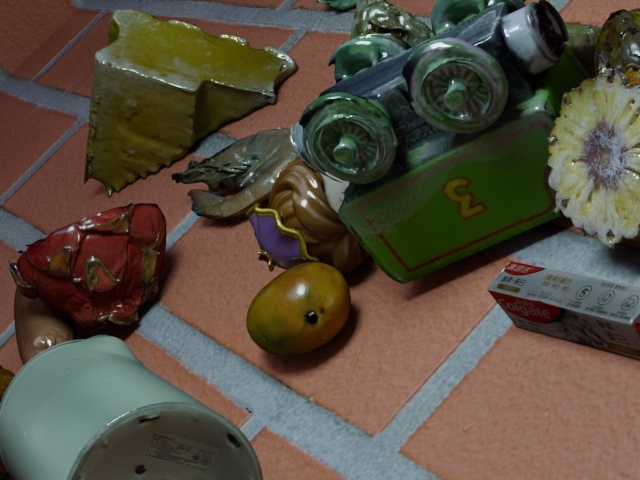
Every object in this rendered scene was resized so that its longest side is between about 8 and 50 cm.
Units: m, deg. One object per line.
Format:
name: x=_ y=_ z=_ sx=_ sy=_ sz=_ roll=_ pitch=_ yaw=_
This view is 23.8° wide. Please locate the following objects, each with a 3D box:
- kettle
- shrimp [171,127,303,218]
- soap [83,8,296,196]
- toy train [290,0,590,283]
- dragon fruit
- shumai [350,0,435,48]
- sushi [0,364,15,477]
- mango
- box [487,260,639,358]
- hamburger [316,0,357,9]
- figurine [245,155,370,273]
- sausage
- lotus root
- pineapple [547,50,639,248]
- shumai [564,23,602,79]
kettle: x=-0.206 y=0.256 z=1.572 sx=0.205 sy=0.265 sz=0.318 roll=-16 pitch=16 yaw=-22
shrimp: x=-0.119 y=-0.079 z=2.127 sx=0.254 sy=0.059 sz=0.145 roll=-18 pitch=42 yaw=33
soap: x=-0.218 y=-0.187 z=2.470 sx=0.339 sy=0.304 sz=0.169 roll=105 pitch=-179 yaw=-50
toy train: x=0.136 y=-0.111 z=1.560 sx=0.307 sy=0.249 sz=0.173 roll=-26 pitch=26 yaw=30
dragon fruit: x=-0.296 y=0.055 z=2.073 sx=0.224 sy=0.148 sz=0.218 roll=-24 pitch=-8 yaw=6
shumai: x=0.074 y=-0.219 z=1.923 sx=0.142 sy=0.184 sz=0.184 roll=-49 pitch=25 yaw=-2
sushi: x=-0.470 y=0.252 z=1.983 sx=0.179 sy=0.167 sz=0.296 roll=-31 pitch=21 yaw=-37
mango: x=-0.031 y=0.080 z=1.691 sx=0.163 sy=0.089 sz=0.111 roll=-29 pitch=14 yaw=48
box: x=0.234 y=0.062 z=1.365 sx=0.039 sy=0.055 sz=0.218 roll=-47 pitch=25 yaw=-16
hamburger: x=0.073 y=-0.509 z=2.441 sx=0.276 sy=0.150 sz=0.260 roll=-37 pitch=23 yaw=11
figurine: x=0.026 y=-0.062 z=1.773 sx=0.189 sy=0.142 sz=0.263 roll=1 pitch=46 yaw=52
sausage: x=-0.393 y=0.118 z=2.162 sx=0.086 sy=0.086 sz=0.289 roll=-40 pitch=23 yaw=4
lotus root: x=0.339 y=-0.173 z=1.530 sx=0.120 sy=0.120 sz=0.209 roll=-34 pitch=23 yaw=16
pineapple: x=0.313 y=-0.083 z=1.406 sx=0.137 sy=0.176 sz=0.161 roll=-6 pitch=22 yaw=-34
shumai: x=0.233 y=-0.177 z=1.690 sx=0.201 sy=0.120 sz=0.201 roll=-1 pitch=4 yaw=0
